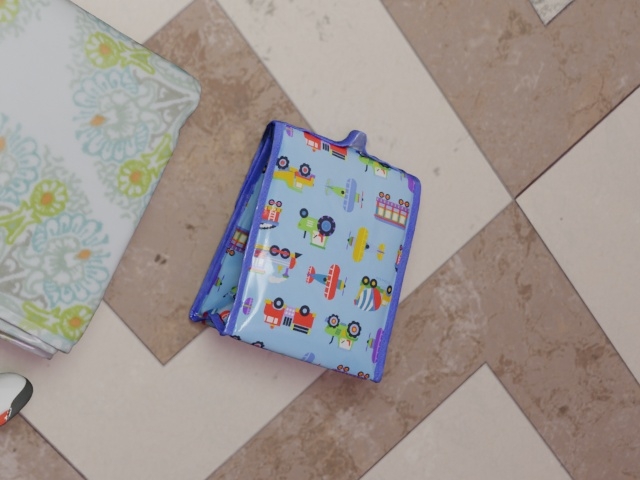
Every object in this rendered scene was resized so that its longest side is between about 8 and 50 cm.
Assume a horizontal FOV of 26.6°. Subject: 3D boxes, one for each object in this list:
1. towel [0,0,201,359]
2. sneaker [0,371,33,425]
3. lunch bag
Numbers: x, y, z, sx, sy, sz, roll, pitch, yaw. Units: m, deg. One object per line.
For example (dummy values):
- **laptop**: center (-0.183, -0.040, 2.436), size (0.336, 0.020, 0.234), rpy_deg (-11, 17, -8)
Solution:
- **towel**: center (-0.341, -0.089, 1.484), size (0.320, 0.090, 0.374), rpy_deg (31, 80, -31)
- **sneaker**: center (-0.471, 0.175, 1.534), size (0.270, 0.090, 0.145), rpy_deg (-25, 108, -20)
- **lunch bag**: center (0.000, 0.000, 1.680), size (0.221, 0.138, 0.293), rpy_deg (20, 88, -25)
